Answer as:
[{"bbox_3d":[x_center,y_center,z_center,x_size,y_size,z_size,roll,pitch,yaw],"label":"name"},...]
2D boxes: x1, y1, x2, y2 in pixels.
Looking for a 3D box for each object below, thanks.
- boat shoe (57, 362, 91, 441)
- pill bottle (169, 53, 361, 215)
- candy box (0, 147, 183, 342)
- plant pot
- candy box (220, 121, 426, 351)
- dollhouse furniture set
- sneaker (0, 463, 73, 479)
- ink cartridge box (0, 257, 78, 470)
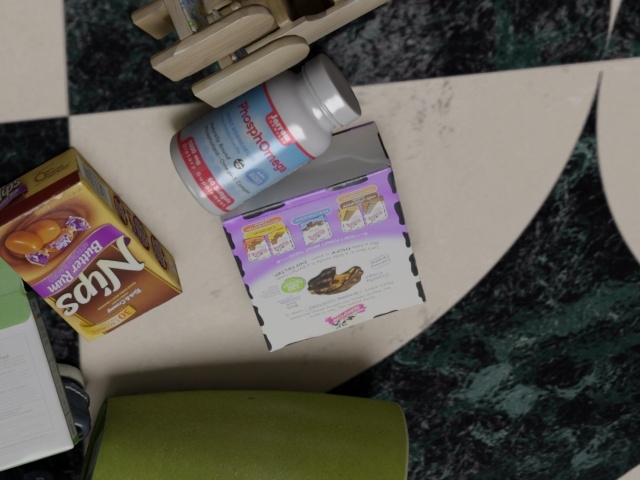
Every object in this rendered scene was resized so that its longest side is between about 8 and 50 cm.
[{"bbox_3d":[-0.354,0.186,1.873,0.255,0.079,0.095,-6,137,-12],"label":"boat shoe"},{"bbox_3d":[-0.048,-0.096,1.679,0.160,0.087,0.087,-32,135,14],"label":"pill bottle"},{"bbox_3d":[-0.221,0.008,1.756,0.109,0.053,0.186,-29,137,10],"label":"candy box"},{"bbox_3d":[-0.094,0.261,1.930,0.294,0.274,0.274,16,129,-11],"label":"plant pot"},{"bbox_3d":[0.000,0.000,1.805,0.165,0.070,0.196,-17,136,-1],"label":"candy box"},{"bbox_3d":[-0.055,-0.231,1.459,0.161,0.212,0.242,-28,162,13],"label":"dollhouse furniture set"},{"bbox_3d":[-0.306,0.317,1.921,0.163,0.226,0.086,13,135,-32],"label":"sneaker"},{"bbox_3d":[-0.311,0.110,1.789,0.109,0.062,0.209,-17,94,-1],"label":"ink cartridge box"}]
